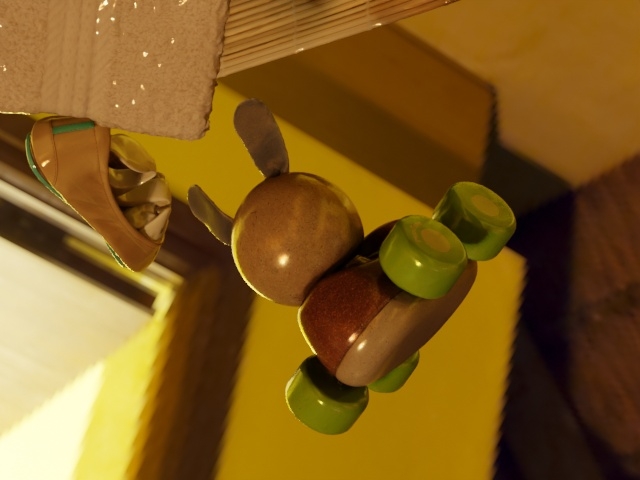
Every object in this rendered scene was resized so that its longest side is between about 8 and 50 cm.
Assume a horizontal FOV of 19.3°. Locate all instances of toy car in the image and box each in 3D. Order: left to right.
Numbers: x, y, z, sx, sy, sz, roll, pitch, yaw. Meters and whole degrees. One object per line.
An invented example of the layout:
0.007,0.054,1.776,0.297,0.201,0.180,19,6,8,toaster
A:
0.000,0.000,1.223,0.155,0.188,0.149,-57,167,31,toy car

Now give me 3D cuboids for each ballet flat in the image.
-0.156,-0.035,1.488,0.073,0.232,0.080,-18,-113,9,ballet flat

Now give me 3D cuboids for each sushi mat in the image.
-0.024,-0.216,1.496,0.316,0.019,0.151,-15,-112,25,sushi mat

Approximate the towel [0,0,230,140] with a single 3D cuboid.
-0.143,-0.202,1.270,0.049,0.187,0.282,-92,-168,-61,towel
